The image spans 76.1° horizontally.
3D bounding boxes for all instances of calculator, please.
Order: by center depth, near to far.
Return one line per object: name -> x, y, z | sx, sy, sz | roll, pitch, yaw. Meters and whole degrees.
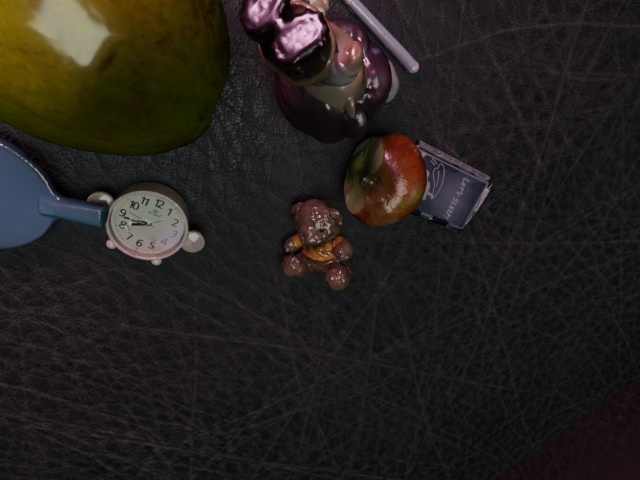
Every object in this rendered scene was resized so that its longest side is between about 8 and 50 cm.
calculator -> 0.291, -0.122, 0.994 | 0.274, 0.028, 0.165 | 19, 108, -27

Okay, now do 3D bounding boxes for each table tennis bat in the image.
table tennis bat -> -0.552, -0.074, 0.722 | 0.329, 0.044, 0.215 | 10, 113, -10

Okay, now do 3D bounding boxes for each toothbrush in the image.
toothbrush -> 0.072, -0.433, 0.757 | 0.342, 0.025, 0.030 | 36, 100, -29

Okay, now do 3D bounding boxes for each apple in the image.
apple -> 0.138, -0.124, 0.848 | 0.160, 0.173, 0.195 | 15, 107, -5

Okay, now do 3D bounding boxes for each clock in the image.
clock -> -0.344, -0.038, 0.822 | 0.229, 0.063, 0.155 | 25, 110, -23

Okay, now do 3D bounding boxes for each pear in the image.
pear -> -0.311, -0.288, 0.548 | 0.414, 0.352, 0.351 | 21, 110, -36

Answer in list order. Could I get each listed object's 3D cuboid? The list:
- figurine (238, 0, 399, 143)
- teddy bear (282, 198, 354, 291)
figurine -> 0.007, -0.294, 0.642 | 0.218, 0.365, 0.206 | 31, 90, 7
teddy bear -> 0.000, 0.000, 0.913 | 0.140, 0.177, 0.190 | -46, 137, -45
